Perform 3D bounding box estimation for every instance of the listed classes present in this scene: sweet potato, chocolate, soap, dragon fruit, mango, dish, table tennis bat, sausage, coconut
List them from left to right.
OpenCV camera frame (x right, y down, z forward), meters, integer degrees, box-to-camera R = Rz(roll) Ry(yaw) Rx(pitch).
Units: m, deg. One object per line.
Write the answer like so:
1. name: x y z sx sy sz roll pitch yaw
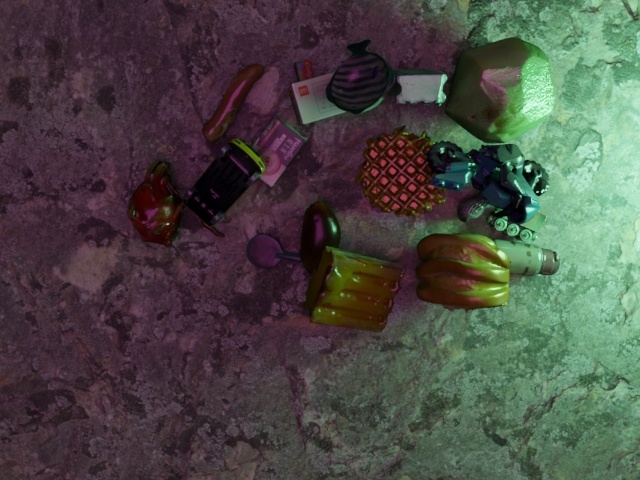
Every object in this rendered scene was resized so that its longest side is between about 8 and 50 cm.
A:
1. dragon fruit: -0.526 -0.118 1.924 0.200 0.198 0.269 33 79 -36
2. sweet potato: -0.380 -0.044 1.998 0.115 0.026 0.026 43 100 -9
3. sausage: -0.288 -0.451 1.885 0.078 0.078 0.304 34 101 -5
4. table tennis bat: -0.159 0.045 2.005 0.201 0.033 0.124 11 104 5
5. mango: 0.000 0.000 1.950 0.133 0.111 0.267 -2 110 -18
6. soap: 0.111 0.160 1.925 0.281 0.143 0.259 14 108 -19
7. dish: 0.131 -0.478 1.753 0.224 0.078 0.246 -6 72 27
8. soap: 0.294 -0.477 1.768 0.150 0.261 0.094 3 111 0
9. chocolate: 0.529 -0.124 1.924 0.167 0.072 0.072 -34 99 9
10. coconut: 0.531 -0.448 1.757 0.328 0.281 0.328 -9 137 -8

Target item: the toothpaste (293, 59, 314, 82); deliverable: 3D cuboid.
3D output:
1. toothpaste: -0.028 -0.488 1.881 0.070 0.044 0.193 -16 101 -11

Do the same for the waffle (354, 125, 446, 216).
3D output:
1. waffle: 0.281 -0.223 1.905 0.329 0.062 0.329 1 98 8

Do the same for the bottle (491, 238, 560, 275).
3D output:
1. bottle: 0.682 0.062 1.938 0.233 0.110 0.110 8 102 0

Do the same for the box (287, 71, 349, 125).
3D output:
1. box: 0.042 -0.462 1.835 0.269 0.079 0.135 -19 101 -10

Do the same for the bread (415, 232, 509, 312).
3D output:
1. bread: 0.447 0.105 1.863 0.316 0.211 0.270 7 108 34

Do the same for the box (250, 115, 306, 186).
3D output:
1. box: -0.154 -0.295 1.910 0.135 0.081 0.199 37 103 -6

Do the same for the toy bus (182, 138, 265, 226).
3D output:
1. toy bus: -0.297 -0.195 1.841 0.145 0.151 0.331 44 127 -7

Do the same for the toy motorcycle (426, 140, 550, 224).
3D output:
1. toy motorcycle: 0.529 -0.180 1.794 0.416 0.172 0.232 12 64 -11

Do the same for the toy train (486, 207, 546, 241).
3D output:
1. toy train: 0.652 -0.067 1.936 0.176 0.074 0.118 24 92 2

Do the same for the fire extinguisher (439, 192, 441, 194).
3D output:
1. fire extinguisher: 0.390 -0.170 1.946 0.028 0.022 0.083 -5 105 42
